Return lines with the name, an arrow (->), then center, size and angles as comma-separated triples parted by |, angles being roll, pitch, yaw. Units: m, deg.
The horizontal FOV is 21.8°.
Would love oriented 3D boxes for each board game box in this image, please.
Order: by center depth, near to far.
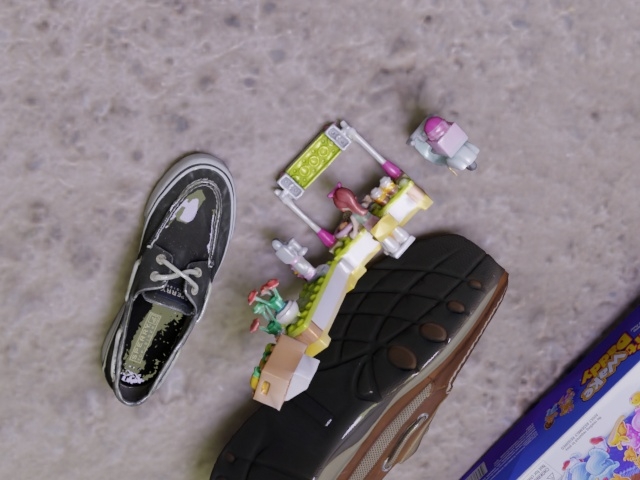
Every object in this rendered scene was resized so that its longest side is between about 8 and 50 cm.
board game box -> 0.328, 0.186, 1.498 | 0.233, 0.078, 0.347 | 40, 102, -18

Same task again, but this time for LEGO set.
LEGO set -> 0.000, 0.000, 1.376 | 0.107, 0.132, 0.287 | 43, 73, -13

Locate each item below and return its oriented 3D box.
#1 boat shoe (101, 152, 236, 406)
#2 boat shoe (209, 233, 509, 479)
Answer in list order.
boat shoe -> -0.123, 0.036, 1.396 | 0.077, 0.070, 0.219 | 17, 102, -15
boat shoe -> 0.040, 0.137, 1.444 | 0.324, 0.122, 0.120 | -47, 141, -2
